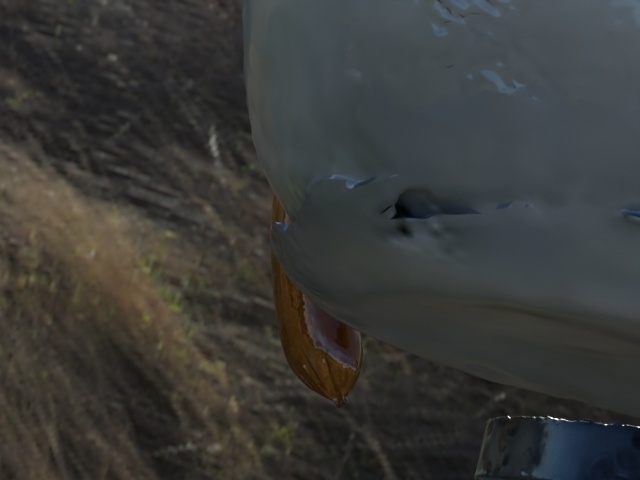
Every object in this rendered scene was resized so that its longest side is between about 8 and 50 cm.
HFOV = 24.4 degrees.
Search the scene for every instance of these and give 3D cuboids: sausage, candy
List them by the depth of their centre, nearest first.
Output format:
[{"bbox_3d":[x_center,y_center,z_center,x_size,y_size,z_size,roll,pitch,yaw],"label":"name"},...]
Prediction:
[{"bbox_3d":[0.116,-0.048,0.449,0.296,0.295,0.185,14,70,-12],"label":"candy"},{"bbox_3d":[0.000,0.000,0.801,0.054,0.062,0.183,10,71,-19],"label":"sausage"}]

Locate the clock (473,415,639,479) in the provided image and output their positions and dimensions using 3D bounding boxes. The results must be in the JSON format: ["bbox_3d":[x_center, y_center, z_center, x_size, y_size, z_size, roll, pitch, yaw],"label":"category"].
[{"bbox_3d":[0.300,0.219,1.384,0.313,0.312,0.061,12,78,-15],"label":"clock"}]
